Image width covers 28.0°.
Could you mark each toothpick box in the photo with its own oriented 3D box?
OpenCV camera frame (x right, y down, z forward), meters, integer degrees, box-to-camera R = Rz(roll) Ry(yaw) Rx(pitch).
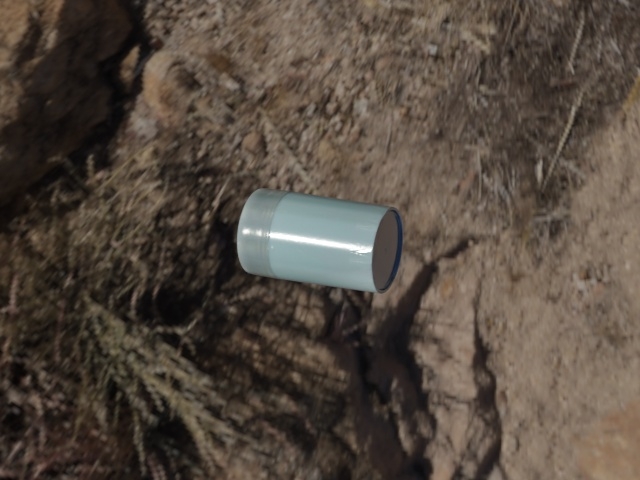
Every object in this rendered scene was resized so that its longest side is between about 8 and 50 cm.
[{"bbox_3d":[0.000,0.000,0.735,0.083,0.052,0.052,9,112,23],"label":"toothpick box"}]
